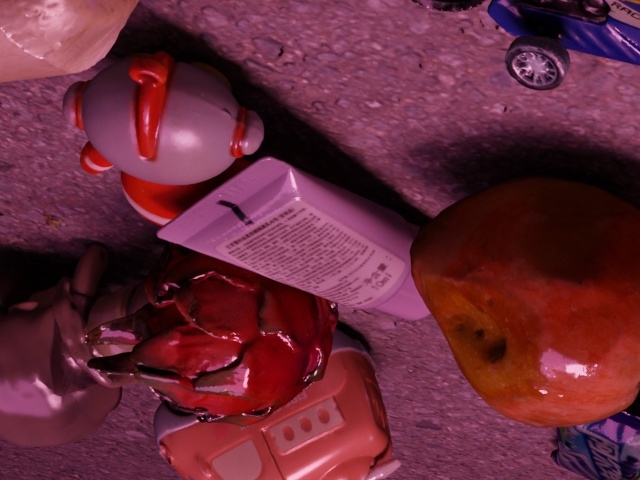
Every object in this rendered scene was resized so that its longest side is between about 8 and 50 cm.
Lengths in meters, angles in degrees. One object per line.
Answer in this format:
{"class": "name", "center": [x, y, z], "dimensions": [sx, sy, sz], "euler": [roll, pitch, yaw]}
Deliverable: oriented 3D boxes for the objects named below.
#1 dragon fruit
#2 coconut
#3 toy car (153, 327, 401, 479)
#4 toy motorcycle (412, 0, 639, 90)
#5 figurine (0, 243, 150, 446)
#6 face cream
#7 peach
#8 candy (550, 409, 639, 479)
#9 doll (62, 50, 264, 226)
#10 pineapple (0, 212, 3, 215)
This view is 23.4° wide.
{"class": "dragon fruit", "center": [-0.098, 0.090, 1.559], "dimensions": [0.274, 0.193, 0.192], "euler": [-21, 152, -23]}
{"class": "coconut", "center": [-0.238, -0.202, 1.052], "dimensions": [0.222, 0.202, 0.202], "euler": [0, 152, 25]}
{"class": "toy car", "center": [-0.045, 0.229, 1.779], "dimensions": [0.270, 0.212, 0.180], "euler": [-27, 150, 3]}
{"class": "toy motorcycle", "center": [0.168, -0.186, 0.972], "dimensions": [0.315, 0.113, 0.169], "euler": [16, 146, 16]}
{"class": "figurine", "center": [-0.287, 0.128, 1.776], "dimensions": [0.380, 0.203, 0.248], "euler": [-14, 140, 44]}
{"class": "face cream", "center": [0.000, 0.000, 1.415], "dimensions": [0.273, 0.096, 0.154], "euler": [21, 142, -40]}
{"class": "peach", "center": [0.189, 0.047, 1.338], "dimensions": [0.235, 0.214, 0.214], "euler": [27, 160, 19]}
{"class": "candy", "center": [0.343, 0.245, 1.845], "dimensions": [0.145, 0.070, 0.275], "euler": [17, 159, 16]}
{"class": "doll", "center": [-0.131, -0.086, 1.364], "dimensions": [0.199, 0.105, 0.336], "euler": [12, 163, 8]}
{"class": "pineapple", "center": [-0.425, -0.077, 1.485], "dimensions": [0.169, 0.169, 0.340], "euler": [5, 162, 20]}
